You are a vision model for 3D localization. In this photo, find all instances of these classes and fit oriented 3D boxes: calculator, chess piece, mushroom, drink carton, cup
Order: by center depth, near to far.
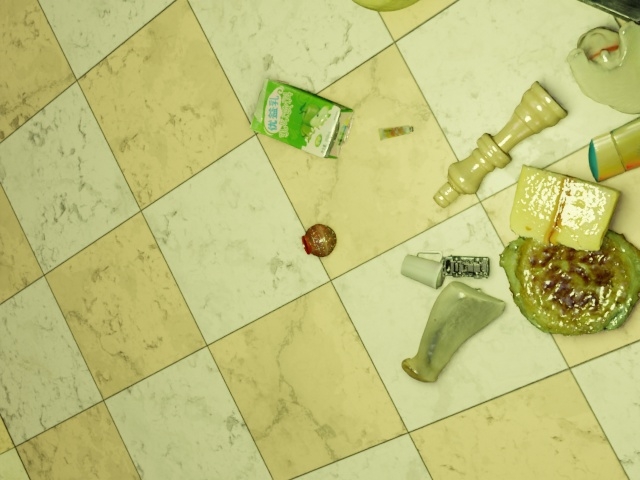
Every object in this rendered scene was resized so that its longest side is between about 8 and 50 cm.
[{"bbox_3d":[0.668,-0.611,1.613,0.261,0.021,0.161,32,68,17],"label":"calculator"},{"bbox_3d":[0.445,-0.231,1.756,0.397,0.117,0.117,-43,80,23],"label":"chess piece"},{"bbox_3d":[0.348,0.260,1.849,0.159,0.122,0.329,37,110,24],"label":"mushroom"},{"bbox_3d":[0.293,0.071,1.883,0.116,0.074,0.104,20,80,24],"label":"cup"},{"bbox_3d":[-0.052,-0.350,1.945,0.271,0.108,0.161,24,105,18],"label":"drink carton"}]

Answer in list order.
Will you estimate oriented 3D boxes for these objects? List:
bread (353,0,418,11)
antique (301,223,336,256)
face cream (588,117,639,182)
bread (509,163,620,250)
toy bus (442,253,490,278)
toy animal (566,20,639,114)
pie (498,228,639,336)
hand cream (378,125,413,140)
[{"bbox_3d":[0.173,-0.757,1.743,0.320,0.237,0.321,4,97,37],"label":"bread"},{"bbox_3d":[0.000,0.000,1.974,0.104,0.104,0.104,3,98,22],"label":"antique"},{"bbox_3d":[0.778,-0.239,1.614,0.285,0.067,0.139,-23,132,24],"label":"face cream"},{"bbox_3d":[0.595,-0.075,1.678,0.240,0.135,0.178,20,102,27],"label":"bread"},{"bbox_3d":[0.395,0.069,1.830,0.122,0.075,0.060,2,97,23],"label":"toy bus"},{"bbox_3d":[0.754,-0.423,1.594,0.307,0.188,0.266,-30,109,17],"label":"toy animal"},{"bbox_3d":[0.634,0.092,1.720,0.354,0.103,0.289,-2,97,23],"label":"pie"},{"bbox_3d":[0.210,-0.302,1.891,0.102,0.022,0.035,-5,102,27],"label":"hand cream"}]
